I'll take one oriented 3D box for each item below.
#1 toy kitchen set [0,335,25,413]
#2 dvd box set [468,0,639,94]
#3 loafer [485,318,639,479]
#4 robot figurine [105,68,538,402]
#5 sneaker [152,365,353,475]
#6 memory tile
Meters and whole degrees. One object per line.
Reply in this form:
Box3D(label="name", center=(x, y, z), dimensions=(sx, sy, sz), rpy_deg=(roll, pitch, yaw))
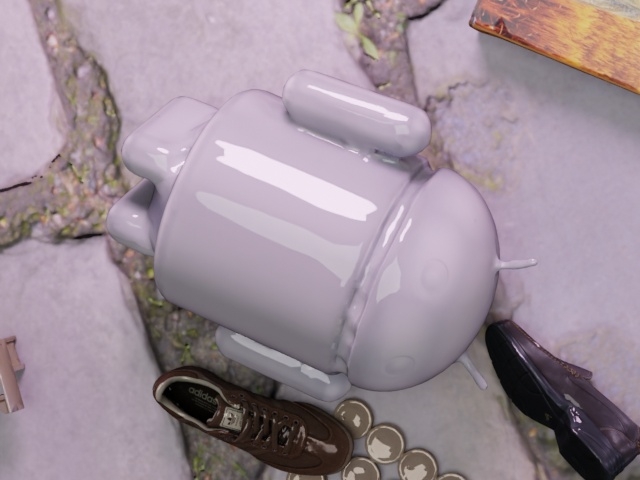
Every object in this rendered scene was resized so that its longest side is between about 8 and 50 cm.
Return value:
Box3D(label="toy kitchen set", center=(-0.320, 0.134, 1.633), dimensions=(0.075, 0.083, 0.068), rpy_deg=(-17, 89, 14))
Box3D(label="dvd box set", center=(0.372, -0.237, 1.455), dimensions=(0.420, 0.062, 0.307), rpy_deg=(25, 99, 11))
Box3D(label="loafer", center=(0.210, 0.132, 1.527), dimensions=(0.061, 0.062, 0.170), rpy_deg=(-32, 76, -25))
Box3D(label="robot figurine", center=(0.000, 0.000, 1.488), dimensions=(0.353, 0.200, 0.300), rpy_deg=(24, 126, 11))
Box3D(label="sneaker", center=(-0.065, 0.166, 1.572), dimensions=(0.188, 0.071, 0.066), rpy_deg=(18, 96, 18))
Box3D(label="memory tile", center=(0.052, 0.222, 1.586), dimensions=(0.148, 0.012, 0.113), rpy_deg=(36, 101, 8))
